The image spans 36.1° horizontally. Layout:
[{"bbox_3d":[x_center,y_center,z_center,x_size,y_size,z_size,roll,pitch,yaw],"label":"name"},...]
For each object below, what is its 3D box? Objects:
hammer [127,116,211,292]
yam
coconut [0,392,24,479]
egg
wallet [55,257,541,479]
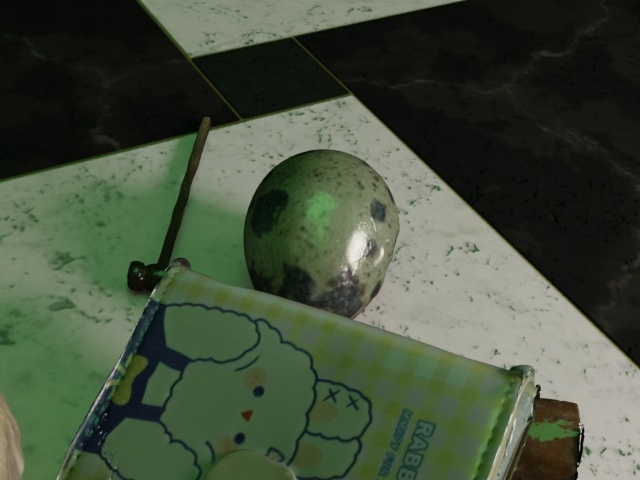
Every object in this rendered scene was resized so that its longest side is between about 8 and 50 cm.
[{"bbox_3d":[-0.137,-0.047,1.005,0.058,0.029,0.292,8,39,-1],"label":"hammer"},{"bbox_3d":[0.136,0.154,0.761,0.127,0.084,0.084,10,41,6],"label":"yam"},{"bbox_3d":[-0.328,0.171,0.538,0.329,0.328,0.328,4,41,-3],"label":"coconut"},{"bbox_3d":[0.000,0.000,0.877,0.141,0.141,0.181,8,49,2],"label":"egg"},{"bbox_3d":[-0.023,0.144,0.709,0.310,0.077,0.223,15,65,26],"label":"wallet"}]
